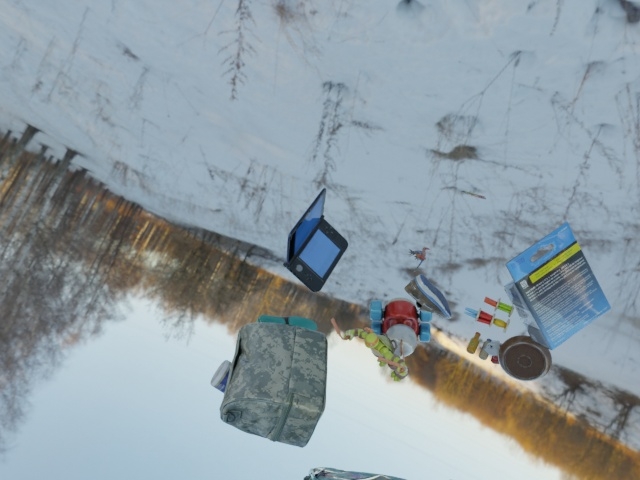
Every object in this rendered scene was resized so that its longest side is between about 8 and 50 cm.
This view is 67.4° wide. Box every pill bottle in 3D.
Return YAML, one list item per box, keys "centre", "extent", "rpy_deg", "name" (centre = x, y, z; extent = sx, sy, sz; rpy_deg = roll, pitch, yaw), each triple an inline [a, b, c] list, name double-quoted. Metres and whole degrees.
- centre: [-0.264, 0.472, 1.567]
  extent: [0.169, 0.094, 0.094]
  rpy_deg: [36, 170, -11]
  name: "pill bottle"

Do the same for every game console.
- centre: [0.000, 0.000, 1.792]
  extent: [0.250, 0.293, 0.173]
  rpy_deg: [43, 142, -11]
  name: "game console"

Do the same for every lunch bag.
- centre: [0.095, 0.565, 1.040]
  extent: [0.279, 0.108, 0.224]
  rpy_deg: [11, 164, -1]
  name: "lunch bag"
- centre: [-0.127, 0.377, 1.320]
  extent: [0.256, 0.212, 0.305]
  rpy_deg: [17, -144, -8]
  name: "lunch bag"

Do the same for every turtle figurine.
- centre: [0.162, 0.301, 1.346]
  extent: [0.269, 0.087, 0.217]
  rpy_deg: [25, 162, 40]
  name: "turtle figurine"

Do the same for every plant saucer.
- centre: [0.686, 0.402, 1.612]
  extent: [0.168, 0.168, 0.029]
  rpy_deg: [23, -161, 15]
  name: "plant saucer"

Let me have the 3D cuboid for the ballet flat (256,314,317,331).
- centre: [-0.138, 0.341, 1.877]
  extent: [0.247, 0.087, 0.083]
  rpy_deg: [10, -138, -21]
  name: "ballet flat"

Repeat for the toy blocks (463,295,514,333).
- centre: [0.582, 0.241, 1.659]
  extent: [0.148, 0.123, 0.054]
  rpy_deg: [22, 145, 17]
  name: "toy blocks"

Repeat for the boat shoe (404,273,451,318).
- centre: [0.288, 0.158, 1.290]
  extent: [0.183, 0.066, 0.066]
  rpy_deg: [46, -154, -30]
  name: "boat shoe"

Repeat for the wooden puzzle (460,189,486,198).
- centre: [0.334, -0.100, 1.049]
  extent: [0.049, 0.006, 0.083]
  rpy_deg: [20, -169, 23]
  name: "wooden puzzle"

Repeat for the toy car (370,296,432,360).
- centre: [0.284, 0.347, 1.702]
  extent: [0.219, 0.238, 0.210]
  rpy_deg: [1, 127, 9]
  name: "toy car"

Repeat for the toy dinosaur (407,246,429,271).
- centre: [0.251, 0.033, 1.205]
  extent: [0.047, 0.090, 0.082]
  rpy_deg: [51, 166, -9]
  name: "toy dinosaur"

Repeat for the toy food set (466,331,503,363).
- centre: [0.769, 0.469, 2.108]
  extent: [0.111, 0.104, 0.232]
  rpy_deg: [42, 153, -17]
  name: "toy food set"

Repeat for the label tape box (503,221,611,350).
- centre: [0.720, 0.136, 1.508]
  extent: [0.333, 0.241, 0.106]
  rpy_deg: [58, 175, -12]
  name: "label tape box"
